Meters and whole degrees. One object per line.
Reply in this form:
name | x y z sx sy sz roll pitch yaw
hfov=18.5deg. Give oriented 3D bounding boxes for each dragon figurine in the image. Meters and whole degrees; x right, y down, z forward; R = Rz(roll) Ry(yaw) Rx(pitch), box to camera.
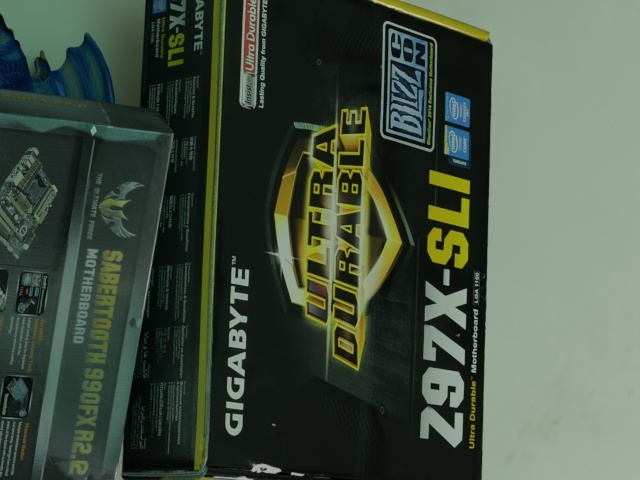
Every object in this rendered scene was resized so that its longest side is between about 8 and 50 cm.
dragon figurine | -0.180 -0.081 1.189 0.144 0.085 0.289 2 86 -31

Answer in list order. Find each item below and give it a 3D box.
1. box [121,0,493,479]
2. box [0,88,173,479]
box | 0.000 0.000 1.247 0.257 0.079 0.322 13 75 -47
box | -0.193 0.030 1.116 0.183 0.056 0.231 5 106 -18
